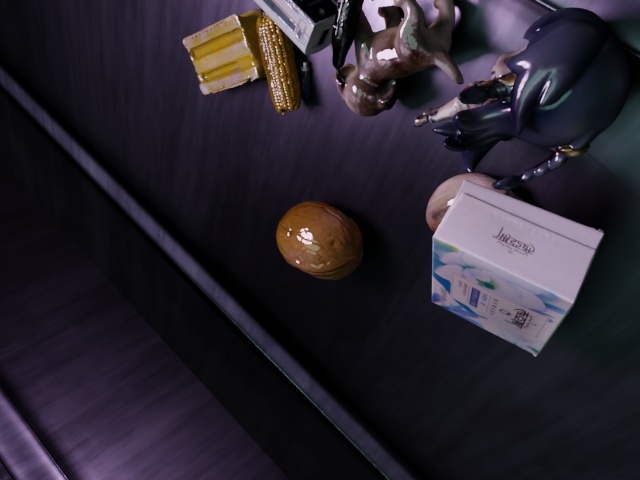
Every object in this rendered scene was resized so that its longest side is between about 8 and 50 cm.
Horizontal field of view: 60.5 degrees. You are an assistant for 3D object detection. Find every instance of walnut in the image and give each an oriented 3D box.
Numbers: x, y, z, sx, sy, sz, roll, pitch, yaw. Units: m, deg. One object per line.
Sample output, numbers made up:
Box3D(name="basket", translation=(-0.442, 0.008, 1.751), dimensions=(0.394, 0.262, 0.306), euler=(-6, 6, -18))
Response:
Box3D(name="walnut", translation=(0.000, 0.000, 1.208), dimensions=(0.207, 0.167, 0.168), euler=(24, 132, 33))

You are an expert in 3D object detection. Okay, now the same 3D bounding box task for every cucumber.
Box3D(name="cucumber", translation=(0.038, -0.330, 0.850), dimensions=(0.043, 0.039, 0.163), euler=(11, 130, -7))

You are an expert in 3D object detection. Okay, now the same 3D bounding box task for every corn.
Box3D(name="corn", translation=(-0.082, -0.358, 1.098), dimensions=(0.068, 0.068, 0.208), euler=(3, 110, 47))

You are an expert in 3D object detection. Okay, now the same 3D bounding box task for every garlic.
Box3D(name="garlic", translation=(0.269, -0.056, 0.945), dimensions=(0.128, 0.090, 0.198), euler=(48, 140, -16))

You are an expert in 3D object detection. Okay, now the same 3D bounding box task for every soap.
Box3D(name="soap", translation=(-0.195, -0.406, 1.195), dimensions=(0.233, 0.076, 0.135), euler=(2, 117, 48))

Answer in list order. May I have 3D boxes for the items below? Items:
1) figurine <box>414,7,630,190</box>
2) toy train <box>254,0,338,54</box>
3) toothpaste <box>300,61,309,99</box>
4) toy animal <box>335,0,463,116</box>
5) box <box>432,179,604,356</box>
Box3D(name="figurine", translation=(0.276, -0.187, 0.750), dimensions=(0.197, 0.175, 0.265), euler=(32, 146, -11))
Box3D(name="toy train", translation=(-0.124, -0.519, 1.029), dimensions=(0.407, 0.086, 0.088), euler=(49, 148, 10))
Box3D(name="toothpaste", translation=(-0.033, -0.325, 1.122), dimensions=(0.027, 0.019, 0.083), euler=(24, 139, 17))
Box3D(name="toy animal", translation=(0.117, -0.303, 0.888), dimensions=(0.233, 0.121, 0.169), euler=(-6, 100, 52))
Box3D(name="box", translation=(0.287, 0.053, 0.858), dimensions=(0.203, 0.116, 0.274), euler=(26, 162, 21))
